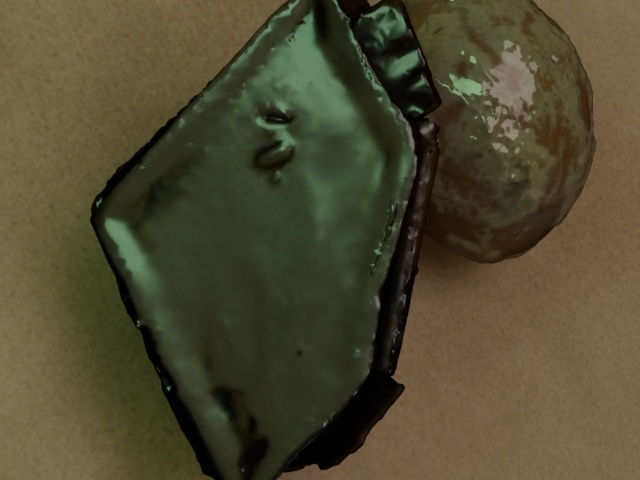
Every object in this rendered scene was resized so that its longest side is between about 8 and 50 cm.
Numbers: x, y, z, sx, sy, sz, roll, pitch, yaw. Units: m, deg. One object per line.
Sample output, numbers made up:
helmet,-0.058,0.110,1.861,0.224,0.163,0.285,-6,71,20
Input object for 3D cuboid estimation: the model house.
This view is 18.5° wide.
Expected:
model house,0.000,0.000,1.513,0.317,0.297,0.282,61,8,7

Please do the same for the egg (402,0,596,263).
egg,0.132,-0.103,1.667,0.203,0.203,0.245,-12,90,-37
